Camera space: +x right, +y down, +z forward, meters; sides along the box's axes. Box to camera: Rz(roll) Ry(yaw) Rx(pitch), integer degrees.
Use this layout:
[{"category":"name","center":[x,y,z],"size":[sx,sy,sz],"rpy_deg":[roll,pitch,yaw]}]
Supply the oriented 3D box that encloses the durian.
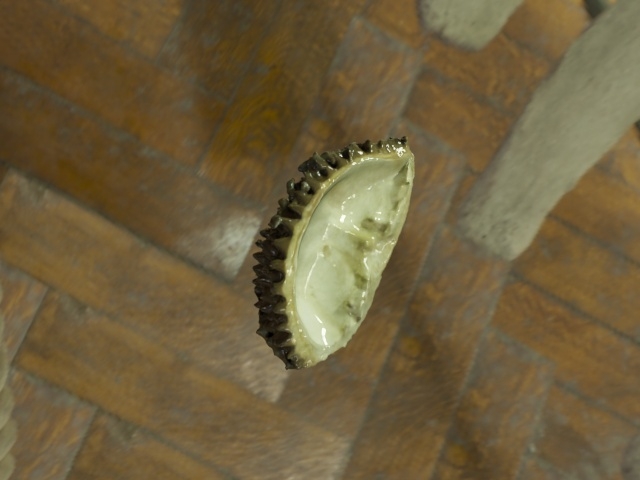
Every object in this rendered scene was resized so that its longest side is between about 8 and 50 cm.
[{"category":"durian","center":[0.003,0.000,0.660],"size":[0.066,0.052,0.130],"rpy_deg":[24,83,2]}]
